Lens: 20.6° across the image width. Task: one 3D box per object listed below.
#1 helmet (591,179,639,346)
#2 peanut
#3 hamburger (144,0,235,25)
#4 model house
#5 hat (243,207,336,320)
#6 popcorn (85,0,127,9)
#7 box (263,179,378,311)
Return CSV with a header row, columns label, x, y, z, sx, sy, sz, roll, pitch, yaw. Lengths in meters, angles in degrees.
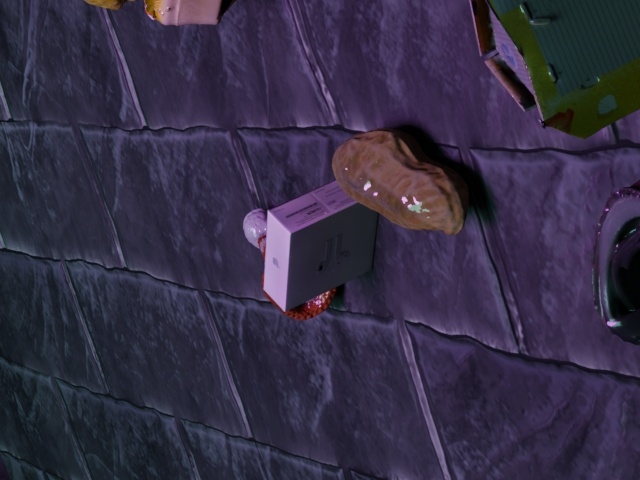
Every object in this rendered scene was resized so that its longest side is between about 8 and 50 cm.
label,x,y,z,sx,sy,sz,roll,pitch,yaw
helmet,0.381,0.059,1.388,0.338,0.197,0.271,48,158,13
peanut,0.091,-0.066,1.907,0.194,0.083,0.093,27,100,42
hamburger,-0.132,-0.334,1.972,0.116,0.173,0.210,28,144,8
model house,0.227,-0.214,1.471,0.207,0.219,0.136,62,173,-15
hat,-0.044,0.015,2.224,0.162,0.093,0.112,-119,32,-47
popcorn,-0.275,-0.408,2.092,0.251,0.237,0.206,29,173,-19
box,0.000,0.000,2.062,0.051,0.130,0.129,45,147,34
